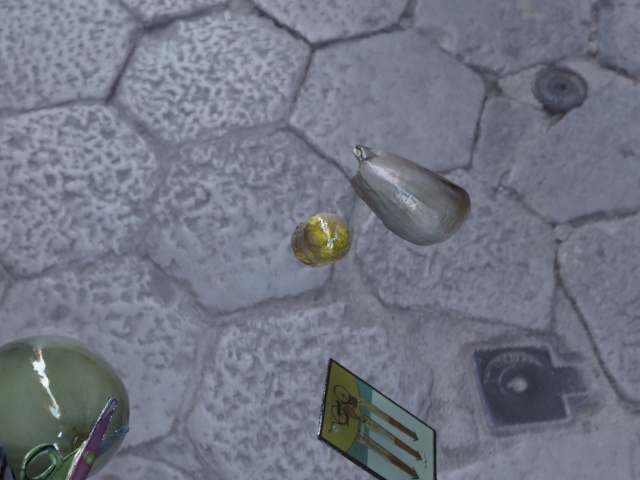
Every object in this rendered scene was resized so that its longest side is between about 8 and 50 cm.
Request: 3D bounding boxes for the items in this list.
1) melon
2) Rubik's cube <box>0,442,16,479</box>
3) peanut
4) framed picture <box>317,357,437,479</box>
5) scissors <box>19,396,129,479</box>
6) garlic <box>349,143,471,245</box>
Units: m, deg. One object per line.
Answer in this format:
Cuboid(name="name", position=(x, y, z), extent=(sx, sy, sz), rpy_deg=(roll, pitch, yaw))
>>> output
Cuboid(name="melon", position=(-0.445, 0.277, 1.310), extent=(0.308, 0.271, 0.271), rpy_deg=(-5, 54, 26))
Cuboid(name="Rubik's cube", position=(-0.422, 0.359, 0.745), extent=(0.260, 0.255, 0.259), rpy_deg=(-23, 88, 5))
Cuboid(name="peanut", position=(0.000, 0.000, 1.330), extent=(0.087, 0.207, 0.087), rpy_deg=(1, 85, -11))
Cuboid(name="framed picture", position=(0.130, 0.419, 1.740), extent=(0.324, 0.013, 0.244), rpy_deg=(36, 30, -16))
Cuboid(name="scissors", position=(-0.299, 0.274, 1.012), extent=(0.020, 0.133, 0.187), rpy_deg=(-5, 25, 23))
Cuboid(name="garlic", position=(0.112, -0.046, 0.941), extent=(0.087, 0.196, 0.101), rpy_deg=(-54, 50, 19))
